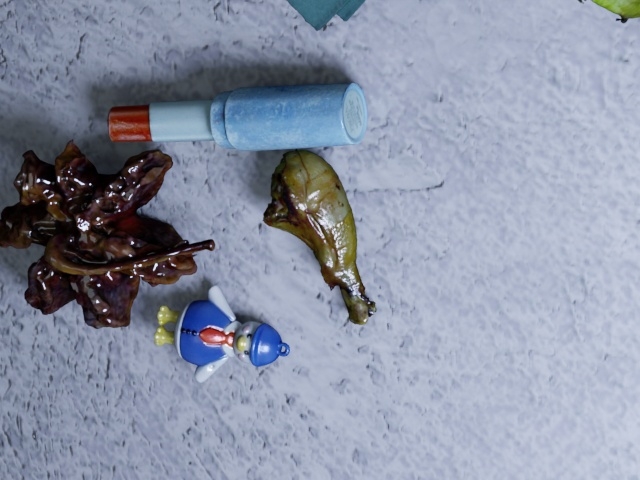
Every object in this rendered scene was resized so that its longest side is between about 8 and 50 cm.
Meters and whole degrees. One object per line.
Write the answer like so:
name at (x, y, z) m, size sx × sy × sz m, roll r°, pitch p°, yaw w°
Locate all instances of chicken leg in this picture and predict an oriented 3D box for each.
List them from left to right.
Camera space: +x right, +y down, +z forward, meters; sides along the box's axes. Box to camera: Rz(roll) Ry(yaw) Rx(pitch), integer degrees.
chicken leg at (0.000, 0.000, 1.862) m, size 0.093 × 0.070 × 0.178 m, roll -24°, pitch 100°, yaw 30°

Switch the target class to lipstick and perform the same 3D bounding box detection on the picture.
lipstick at (-0.090, -0.116, 1.875) m, size 0.274 × 0.068 × 0.061 m, roll -1°, pitch 98°, yaw 27°

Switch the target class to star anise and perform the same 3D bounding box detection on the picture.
star anise at (-0.235, -0.009, 1.950) m, size 0.220 × 0.126 × 0.190 m, roll -40°, pitch 78°, yaw 32°

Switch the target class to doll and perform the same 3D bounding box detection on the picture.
doll at (-0.096, 0.096, 1.937) m, size 0.143 × 0.057 × 0.099 m, roll 11°, pitch 92°, yaw 20°

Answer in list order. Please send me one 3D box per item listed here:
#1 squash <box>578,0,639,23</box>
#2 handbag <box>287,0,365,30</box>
squash at (0.281, -0.344, 1.605) m, size 0.288 × 0.111 × 0.203 m, roll -44°, pitch 81°, yaw 27°
handbag at (0.002, -0.366, 1.737) m, size 0.269 × 0.100 × 0.274 m, roll 46°, pitch 131°, yaw 2°
